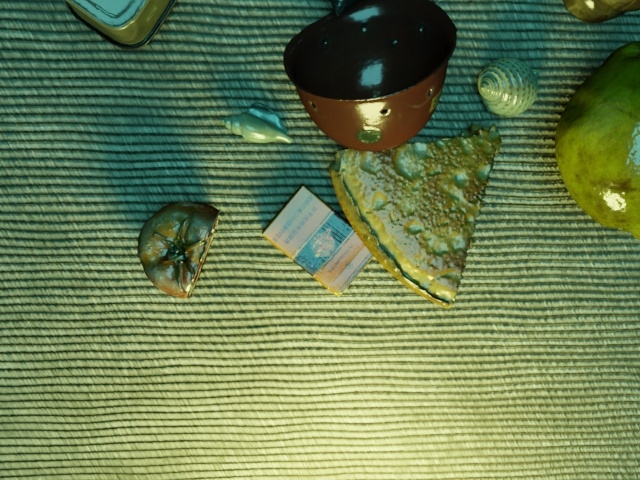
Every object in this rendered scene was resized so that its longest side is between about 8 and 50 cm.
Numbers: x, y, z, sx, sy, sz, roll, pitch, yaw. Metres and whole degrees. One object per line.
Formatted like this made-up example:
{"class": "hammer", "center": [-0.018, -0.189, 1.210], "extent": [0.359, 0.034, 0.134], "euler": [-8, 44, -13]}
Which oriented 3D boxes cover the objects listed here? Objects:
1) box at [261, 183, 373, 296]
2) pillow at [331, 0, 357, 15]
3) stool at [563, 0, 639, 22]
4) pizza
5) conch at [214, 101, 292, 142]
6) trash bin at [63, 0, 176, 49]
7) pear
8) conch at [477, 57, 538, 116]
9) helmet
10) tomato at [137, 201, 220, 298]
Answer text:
{"class": "box", "center": [0.000, 0.000, 1.474], "extent": [0.237, 0.070, 0.152], "euler": [39, 95, -11]}
{"class": "pillow", "center": [0.048, -0.618, 1.332], "extent": [0.186, 0.106, 0.250], "euler": [-33, 96, -15]}
{"class": "stool", "center": [0.640, -0.565, 1.312], "extent": [0.179, 0.264, 0.179], "euler": [-1, 100, -4]}
{"class": "pizza", "center": [0.266, -0.105, 1.454], "extent": [0.406, 0.130, 0.440], "euler": [-38, 95, -8]}
{"class": "conch", "center": [-0.149, -0.260, 1.424], "extent": [0.180, 0.088, 0.065], "euler": [11, 143, -13]}
{"class": "trash bin", "center": [-0.409, -0.514, 1.256], "extent": [0.219, 0.250, 0.220], "euler": [32, 97, -15]}
{"class": "pear", "center": [0.686, -0.208, 1.355], "extent": [0.352, 0.352, 0.413], "euler": [7, 94, -5]}
{"class": "conch", "center": [0.430, -0.343, 1.427], "extent": [0.153, 0.102, 0.135], "euler": [-1, 115, -4]}
{"class": "helmet", "center": [0.115, -0.324, 1.327], "extent": [0.337, 0.385, 0.230], "euler": [6, 138, 18]}
{"class": "tomato", "center": [-0.323, 0.009, 1.401], "extent": [0.155, 0.181, 0.214], "euler": [19, 95, -2]}
